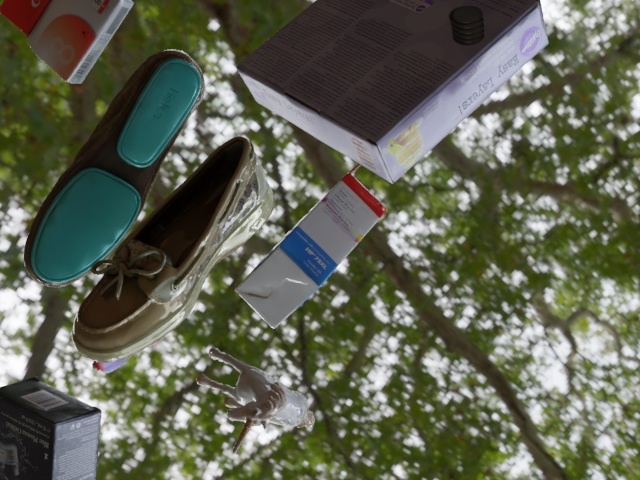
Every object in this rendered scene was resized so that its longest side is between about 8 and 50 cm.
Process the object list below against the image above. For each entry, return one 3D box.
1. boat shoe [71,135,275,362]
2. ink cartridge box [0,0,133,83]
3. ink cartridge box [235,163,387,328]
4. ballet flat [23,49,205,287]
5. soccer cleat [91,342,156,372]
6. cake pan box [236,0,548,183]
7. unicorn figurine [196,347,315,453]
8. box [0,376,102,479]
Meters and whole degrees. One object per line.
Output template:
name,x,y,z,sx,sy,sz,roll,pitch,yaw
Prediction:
boat shoe,-0.159,0.004,1.144,0.104,0.089,0.285,19,-127,29
ink cartridge box,-0.369,-0.331,1.553,0.179,0.045,0.145,40,-75,11
ink cartridge box,0.000,0.000,1.486,0.231,0.078,0.134,-47,-178,-42
ballet flat,-0.272,-0.098,1.419,0.342,0.116,0.124,-60,-153,-2
soccer cleat,-0.276,0.132,1.588,0.095,0.248,0.083,-11,-86,-1
cake pan box,0.071,-0.207,1.216,0.246,0.070,0.267,-42,-134,-16
unicorn figurine,-0.056,0.138,0.973,0.111,0.162,0.060,20,-87,36
box,-0.414,0.308,1.634,0.156,0.093,0.158,17,-73,34
